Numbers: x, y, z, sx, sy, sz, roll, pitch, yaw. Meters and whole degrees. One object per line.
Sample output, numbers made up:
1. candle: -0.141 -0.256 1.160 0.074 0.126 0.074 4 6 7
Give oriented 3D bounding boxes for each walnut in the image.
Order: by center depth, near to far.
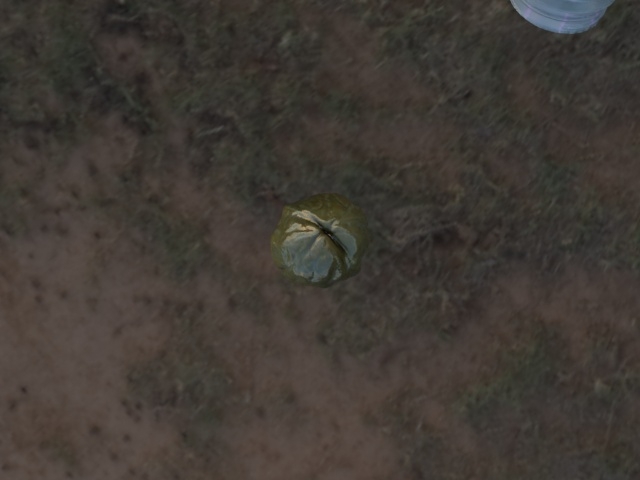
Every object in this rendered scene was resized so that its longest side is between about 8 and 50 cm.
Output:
1. walnut: 0.000 0.000 0.931 0.092 0.092 0.092 13 122 21

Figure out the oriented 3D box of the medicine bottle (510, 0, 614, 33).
1. medicine bottle: 0.279 -0.351 1.099 0.324 0.179 0.124 102 154 -54
